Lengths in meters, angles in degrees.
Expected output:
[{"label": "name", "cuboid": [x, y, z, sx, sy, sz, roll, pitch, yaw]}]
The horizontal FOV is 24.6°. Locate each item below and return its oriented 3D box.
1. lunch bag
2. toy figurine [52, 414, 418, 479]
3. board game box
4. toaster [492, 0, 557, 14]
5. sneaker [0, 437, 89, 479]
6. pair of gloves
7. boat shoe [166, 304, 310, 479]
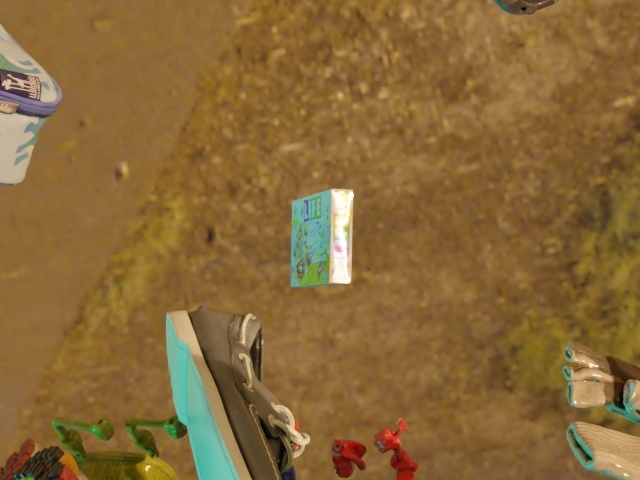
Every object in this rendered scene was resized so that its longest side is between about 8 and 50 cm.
[{"label": "lunch bag", "cuboid": [-0.297, -0.128, 1.026, 0.176, 0.219, 0.090, 11, 116, -41]}, {"label": "toy figurine", "cuboid": [-0.084, 0.298, 1.381, 0.363, 0.217, 0.191, 1, 149, -3]}, {"label": "board game box", "cuboid": [0.000, 0.000, 1.664, 0.026, 0.103, 0.154, 3, 175, -17]}, {"label": "toaster", "cuboid": [0.176, -0.277, 1.129, 0.227, 0.146, 0.129, -27, 145, -1]}, {"label": "sneaker", "cuboid": [-0.170, 0.185, 0.914, 0.093, 0.088, 0.225, 43, 164, -13]}, {"label": "pair of gloves", "cuboid": [0.301, 0.160, 1.223, 0.204, 0.042, 0.240, 19, -163, -1]}, {"label": "boat shoe", "cuboid": [-0.061, 0.148, 1.247, 0.099, 0.319, 0.116, -5, 116, -15]}]
